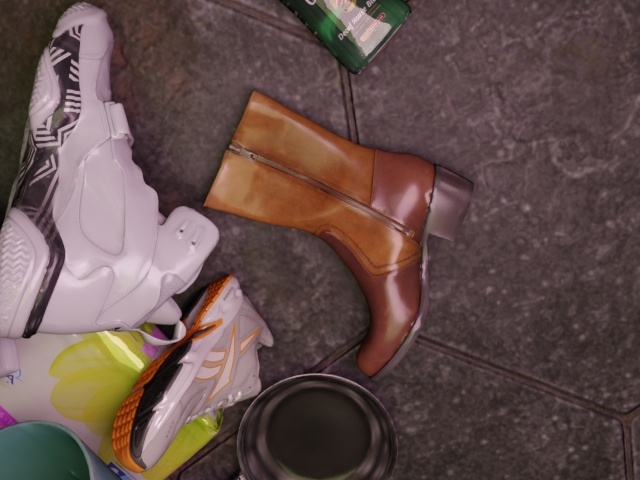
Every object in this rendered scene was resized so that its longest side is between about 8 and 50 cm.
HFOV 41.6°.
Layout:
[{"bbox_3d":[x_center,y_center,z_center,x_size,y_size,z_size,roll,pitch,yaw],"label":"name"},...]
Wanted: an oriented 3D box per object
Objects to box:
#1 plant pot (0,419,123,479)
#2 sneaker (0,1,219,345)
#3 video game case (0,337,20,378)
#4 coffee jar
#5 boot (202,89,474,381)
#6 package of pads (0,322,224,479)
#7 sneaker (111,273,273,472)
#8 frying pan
[{"bbox_3d":[-0.277,0.373,0.865,0.293,0.293,0.235,-30,129,8],"label":"plant pot"},{"bbox_3d":[-0.218,-0.063,0.909,0.210,0.137,0.366,12,76,-20],"label":"sneaker"},{"bbox_3d":[-0.442,0.089,0.955,0.212,0.023,0.193,-23,71,19],"label":"video game case"},{"bbox_3d":[0.001,-0.271,0.902,0.184,0.079,0.096,40,101,-8],"label":"coffee jar"},{"bbox_3d":[0.000,0.000,0.959,0.280,0.096,0.264,20,103,-3],"label":"boot"},{"bbox_3d":[-0.283,0.175,1.002,0.229,0.101,0.296,-43,100,10],"label":"package of pads"},{"bbox_3d":[-0.123,0.157,0.929,0.099,0.262,0.121,-27,114,41],"label":"sneaker"},{"bbox_3d":[-0.043,0.301,1.054,0.197,0.053,0.326,37,103,-7],"label":"frying pan"}]
